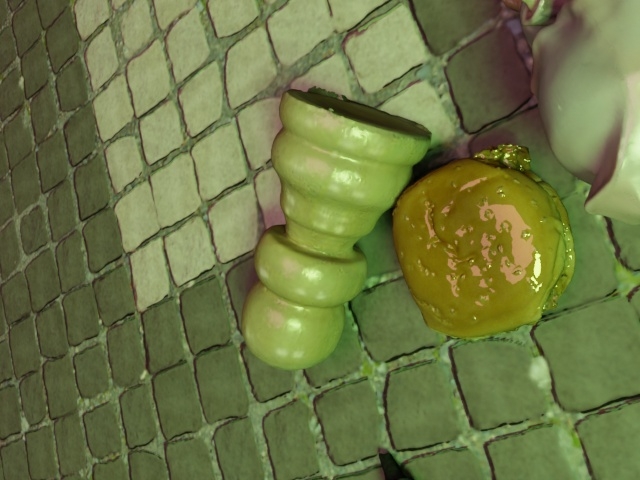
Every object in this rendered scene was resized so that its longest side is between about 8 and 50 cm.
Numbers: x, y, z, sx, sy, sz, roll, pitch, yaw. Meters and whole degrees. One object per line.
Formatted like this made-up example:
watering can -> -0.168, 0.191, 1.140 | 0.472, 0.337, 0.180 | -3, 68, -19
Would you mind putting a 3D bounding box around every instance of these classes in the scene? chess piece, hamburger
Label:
chess piece -> 0.000, 0.000, 0.619 | 0.143, 0.143, 0.260 | 30, 113, 35
hamburger -> 0.131, 0.004, 0.537 | 0.138, 0.083, 0.147 | -24, 76, 30

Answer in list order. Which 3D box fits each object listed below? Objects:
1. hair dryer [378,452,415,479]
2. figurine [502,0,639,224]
hair dryer -> 0.112, 0.287, 0.545 | 0.070, 0.128, 0.255 | -44, 40, 19
figurine -> 0.197, -0.130, 0.433 | 0.133, 0.200, 0.275 | -22, 45, 19
